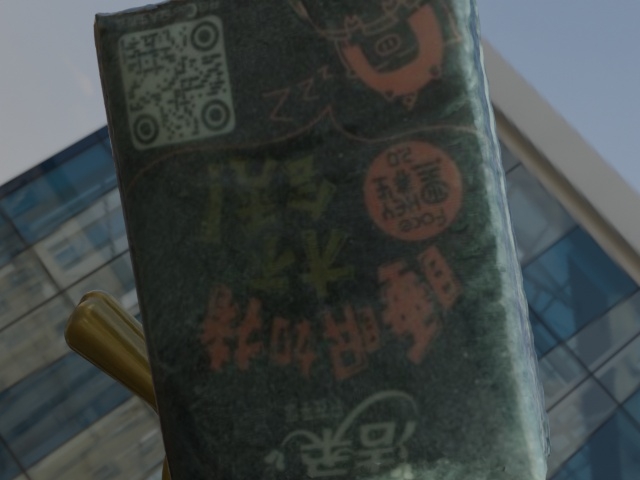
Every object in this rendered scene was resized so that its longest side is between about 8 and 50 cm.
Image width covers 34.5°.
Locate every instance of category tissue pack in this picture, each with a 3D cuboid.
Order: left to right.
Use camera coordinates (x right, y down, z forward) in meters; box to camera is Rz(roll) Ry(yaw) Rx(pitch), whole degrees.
[{"bbox_3d":[0.000,0.000,0.612,0.103,0.228,0.315,-14,95,-75],"label":"tissue pack"}]

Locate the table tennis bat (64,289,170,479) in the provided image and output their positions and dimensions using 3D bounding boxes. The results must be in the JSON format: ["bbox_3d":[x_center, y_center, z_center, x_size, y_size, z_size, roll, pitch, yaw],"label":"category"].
[{"bbox_3d":[-0.067,0.152,0.775,0.321,0.198,0.050,39,16,8],"label":"table tennis bat"}]
